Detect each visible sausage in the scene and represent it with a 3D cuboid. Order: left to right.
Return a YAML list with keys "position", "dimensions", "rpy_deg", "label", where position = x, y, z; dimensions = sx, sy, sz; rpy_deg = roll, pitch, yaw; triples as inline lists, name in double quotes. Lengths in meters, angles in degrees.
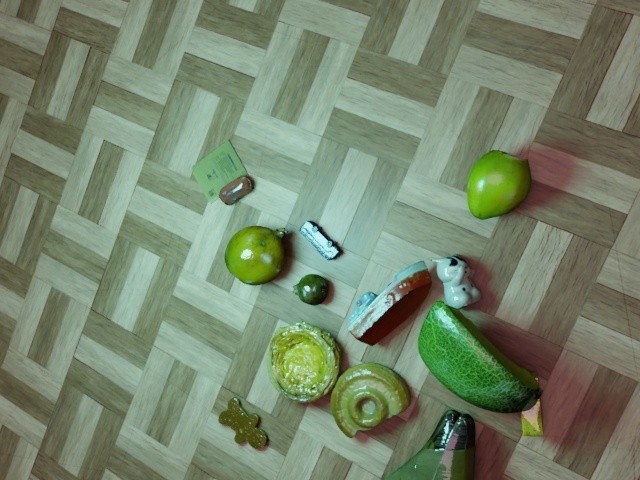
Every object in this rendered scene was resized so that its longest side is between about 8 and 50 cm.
- position: [-0.310, -0.185, 2.090]
  dimensions: [0.141, 0.076, 0.076]
  rpy_deg: [-34, 79, 17]
  label: "sausage"

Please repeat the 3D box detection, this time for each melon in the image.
- position: [0.471, 0.367, 1.689]
  dimensions: [0.343, 0.226, 0.331]
  rpy_deg: [47, 144, 41]
  label: "melon"

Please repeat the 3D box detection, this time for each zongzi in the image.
- position: [0.332, 0.678, 1.818]
  dimensions: [0.318, 0.154, 0.289]
  rpy_deg: [0, 81, 25]
  label: "zongzi"

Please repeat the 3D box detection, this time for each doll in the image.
- position: [0.434, 0.132, 1.804]
  dimensions: [0.107, 0.111, 0.180]
  rpy_deg: [-22, 81, 57]
  label: "doll"

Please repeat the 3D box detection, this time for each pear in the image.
- position: [0.540, -0.164, 1.741]
  dimensions: [0.188, 0.187, 0.219]
  rpy_deg: [22, 110, 18]
  label: "pear"

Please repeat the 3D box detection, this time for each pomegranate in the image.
- position: [-0.041, 0.170, 1.975]
  dimensions: [0.142, 0.115, 0.114]
  rpy_deg: [-3, 88, 43]
  label: "pomegranate"

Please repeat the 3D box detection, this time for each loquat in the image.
- position: [-0.214, 0.039, 1.991]
  dimensions: [0.246, 0.213, 0.213]
  rpy_deg: [-42, 76, 3]
  label: "loquat"

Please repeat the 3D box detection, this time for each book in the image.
- position: [-0.382, -0.258, 2.146]
  dimensions: [0.192, 0.013, 0.167]
  rpy_deg: [-32, 79, 16]
  label: "book"

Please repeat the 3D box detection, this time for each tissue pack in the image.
- position: [0.639, 0.495, 1.732]
  dimensions: [0.062, 0.095, 0.175]
  rpy_deg: [-7, 86, 18]
  label: "tissue pack"

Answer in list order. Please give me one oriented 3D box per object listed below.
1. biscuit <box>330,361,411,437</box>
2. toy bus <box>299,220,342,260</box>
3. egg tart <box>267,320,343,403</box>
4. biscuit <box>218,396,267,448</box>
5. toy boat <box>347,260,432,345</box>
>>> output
- position: [0.148, 0.525, 1.908]
  dimensions: [0.274, 0.091, 0.213]
  rpy_deg: [-39, 79, 17]
  label: "biscuit"
- position: [0.000, 0.000, 1.991]
  dimensions: [0.166, 0.047, 0.065]
  rpy_deg: [46, 108, 16]
  label: "toy bus"
- position: [-0.059, 0.415, 1.978]
  dimensions: [0.291, 0.107, 0.290]
  rpy_deg: [1, 92, 15]
  label: "egg tart"
- position: [-0.276, 0.680, 2.085]
  dimensions: [0.205, 0.031, 0.138]
  rpy_deg: [37, 101, 16]
  label: "biscuit"
- position: [0.227, 0.192, 1.868]
  dimensions: [0.332, 0.145, 0.133]
  rpy_deg: [-44, 48, 13]
  label: "toy boat"
